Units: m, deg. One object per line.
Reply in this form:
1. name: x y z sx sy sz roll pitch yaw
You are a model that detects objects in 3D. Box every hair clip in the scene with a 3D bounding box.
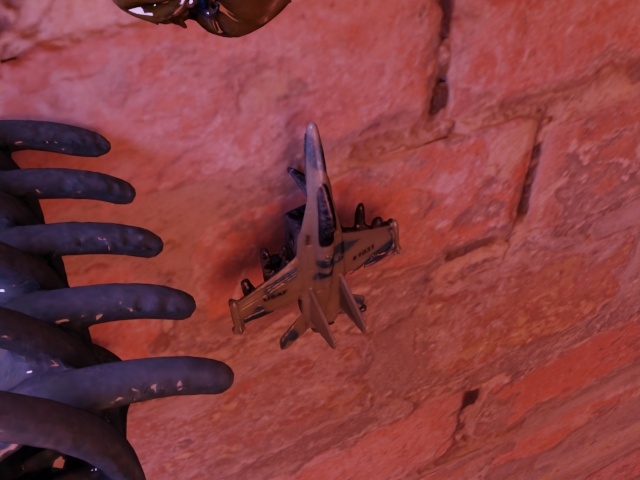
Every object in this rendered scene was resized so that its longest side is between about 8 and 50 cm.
1. hair clip: -0.217 0.084 0.510 0.392 0.318 0.238 11 120 -40

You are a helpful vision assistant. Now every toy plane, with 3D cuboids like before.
1. toy plane: -0.006 -0.006 0.750 0.192 0.088 0.262 -25 130 -21

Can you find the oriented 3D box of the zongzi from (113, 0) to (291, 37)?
1. zongzi: 0.003 -0.198 0.418 0.289 0.260 0.123 -8 131 -26
